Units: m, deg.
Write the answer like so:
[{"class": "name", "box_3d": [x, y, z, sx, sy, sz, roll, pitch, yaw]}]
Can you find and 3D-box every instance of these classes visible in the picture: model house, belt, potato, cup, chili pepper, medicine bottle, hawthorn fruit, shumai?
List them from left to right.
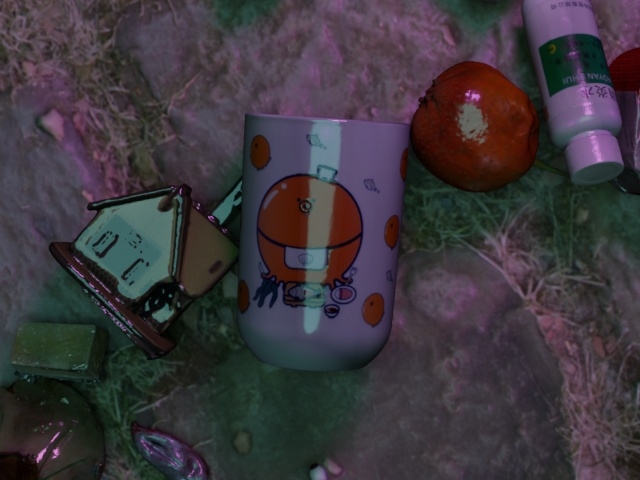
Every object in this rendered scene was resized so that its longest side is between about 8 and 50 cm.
[{"class": "shumai", "box_3d": [-0.397, 0.289, 1.747, 0.201, 0.120, 0.201, 1, 95, 6]}, {"class": "potato", "box_3d": [-0.357, 0.151, 1.751, 0.122, 0.061, 0.086, 4, 65, 5]}, {"class": "chili pepper", "box_3d": [-0.203, 0.301, 1.778, 0.153, 0.041, 0.050, 40, 53, 0]}, {"class": "model house", "box_3d": [-0.181, -0.014, 1.675, 0.205, 0.218, 0.278, 44, 90, -2]}, {"class": "cup", "box_3d": [0.000, 0.000, 1.665, 0.212, 0.212, 0.317, 4, 96, 2]}, {"class": "hawthorn fruit", "box_3d": [0.251, -0.115, 1.691, 0.285, 0.165, 0.165, 31, 95, -16]}, {"class": "medicine bottle", "box_3d": [0.324, -0.199, 1.645, 0.095, 0.095, 0.260, -9, 69, 3]}, {"class": "belt", "box_3d": [0.429, -0.154, 1.677, 0.128, 0.124, 0.201, 2, 96, -20]}]

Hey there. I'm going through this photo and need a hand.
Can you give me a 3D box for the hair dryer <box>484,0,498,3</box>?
[{"class": "hair dryer", "box_3d": [0.278, -0.492, 1.681, 0.173, 0.107, 0.357, 41, 89, -3]}]
